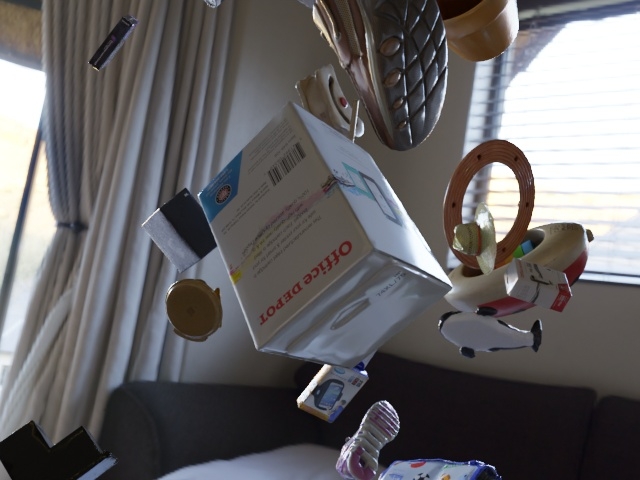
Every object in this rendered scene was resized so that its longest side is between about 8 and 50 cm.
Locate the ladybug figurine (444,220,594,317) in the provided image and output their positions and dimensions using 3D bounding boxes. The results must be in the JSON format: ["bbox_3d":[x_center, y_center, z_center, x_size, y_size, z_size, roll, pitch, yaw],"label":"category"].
[{"bbox_3d":[0.569,0.094,1.899,0.449,0.162,0.305,-27,12,26],"label":"ladybug figurine"}]

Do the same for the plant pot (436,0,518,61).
[{"bbox_3d":[0.277,-0.435,1.228,0.205,0.205,0.188,3,-18,35],"label":"plant pot"}]

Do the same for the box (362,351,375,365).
[{"bbox_3d":[0.036,0.197,1.771,0.290,0.169,0.087,38,5,37],"label":"box"}]

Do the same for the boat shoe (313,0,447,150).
[{"bbox_3d":[0.056,-0.263,0.766,0.123,0.325,0.116,-25,19,-35],"label":"boat shoe"}]

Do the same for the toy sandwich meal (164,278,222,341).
[{"bbox_3d":[-0.151,0.084,0.812,0.085,0.086,0.029,6,17,16],"label":"toy sandwich meal"}]

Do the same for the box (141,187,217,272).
[{"bbox_3d":[-0.332,-0.021,1.610,0.156,0.093,0.158,51,-33,-7],"label":"box"}]

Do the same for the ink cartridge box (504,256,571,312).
[{"bbox_3d":[0.518,0.105,1.591,0.135,0.056,0.099,17,32,-1],"label":"ink cartridge box"}]

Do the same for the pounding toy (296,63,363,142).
[{"bbox_3d":[0.063,-0.343,1.754,0.154,0.270,0.154,-23,-6,31],"label":"pounding toy"}]

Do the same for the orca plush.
[{"bbox_3d":[0.434,0.218,1.745,0.287,0.151,0.102,-4,25,-8],"label":"orca plush"}]

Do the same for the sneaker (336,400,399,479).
[{"bbox_3d":[0.109,0.494,1.633,0.095,0.236,0.104,45,-45,-4],"label":"sneaker"}]

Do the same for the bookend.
[{"bbox_3d":[-0.481,0.383,1.207,0.157,0.156,0.072,47,-21,19],"label":"bookend"}]

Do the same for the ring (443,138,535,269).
[{"bbox_3d":[0.433,-0.092,1.712,0.336,0.337,0.032,15,1,-37],"label":"ring"}]

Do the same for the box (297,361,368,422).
[{"bbox_3d":[0.027,0.276,1.256,0.081,0.136,0.028,30,17,-23],"label":"box"}]

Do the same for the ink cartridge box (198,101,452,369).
[{"bbox_3d":[0.000,0.000,0.897,0.198,0.270,0.197,-42,-38,20],"label":"ink cartridge box"}]

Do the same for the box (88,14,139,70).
[{"bbox_3d":[-0.420,-0.407,1.360,0.029,0.116,0.162,37,9,-22],"label":"box"}]

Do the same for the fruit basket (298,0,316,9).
[{"bbox_3d":[0.020,-0.566,1.074,0.327,0.353,0.165,32,26,8],"label":"fruit basket"}]

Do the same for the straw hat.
[{"bbox_3d":[0.283,-0.003,1.263,0.061,0.145,0.144,-2,-8,-3],"label":"straw hat"}]

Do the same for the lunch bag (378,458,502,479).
[{"bbox_3d":[0.269,0.729,1.612,0.238,0.386,0.327,32,-32,-28],"label":"lunch bag"}]

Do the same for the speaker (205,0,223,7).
[{"bbox_3d":[-0.197,-0.569,1.452,0.055,0.136,0.055,40,-20,18],"label":"speaker"}]
